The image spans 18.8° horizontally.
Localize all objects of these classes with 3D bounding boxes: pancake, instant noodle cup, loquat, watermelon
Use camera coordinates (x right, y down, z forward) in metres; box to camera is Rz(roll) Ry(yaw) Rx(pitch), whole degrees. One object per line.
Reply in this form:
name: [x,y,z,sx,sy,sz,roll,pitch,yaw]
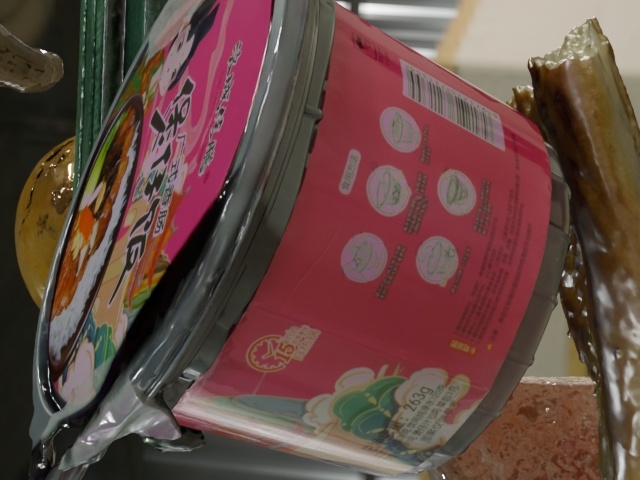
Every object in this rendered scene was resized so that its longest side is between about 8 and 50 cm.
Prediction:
pancake: [0.131,0.003,1.058,0.244,0.057,0.266,-136,37,-62]
instant noodle cup: [0.000,0.000,0.903,0.302,0.181,0.258,-67,20,0]
loquat: [-0.187,0.001,1.914,0.235,0.235,0.235,5,-90,-78]
watermelon: [0.217,0.212,1.422,0.292,0.250,0.283,29,-96,-38]

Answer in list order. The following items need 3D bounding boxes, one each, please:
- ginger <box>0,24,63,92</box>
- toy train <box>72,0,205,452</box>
ginger: [-0.371,-0.225,1.635,0.080,0.333,0.166,-42,7,21]
toy train: [-0.079,-0.034,1.202,0.178,0.138,0.330,161,111,-75]
